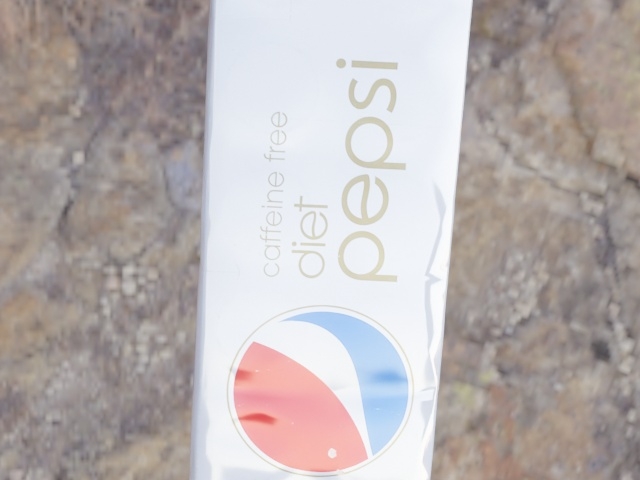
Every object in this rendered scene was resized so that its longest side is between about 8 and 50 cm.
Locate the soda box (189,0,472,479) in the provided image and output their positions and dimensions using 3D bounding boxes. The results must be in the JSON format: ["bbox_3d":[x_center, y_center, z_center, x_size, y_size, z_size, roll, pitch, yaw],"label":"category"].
[{"bbox_3d":[0.000,0.000,0.509,0.074,0.216,0.069,3,18,-3],"label":"soda box"}]
